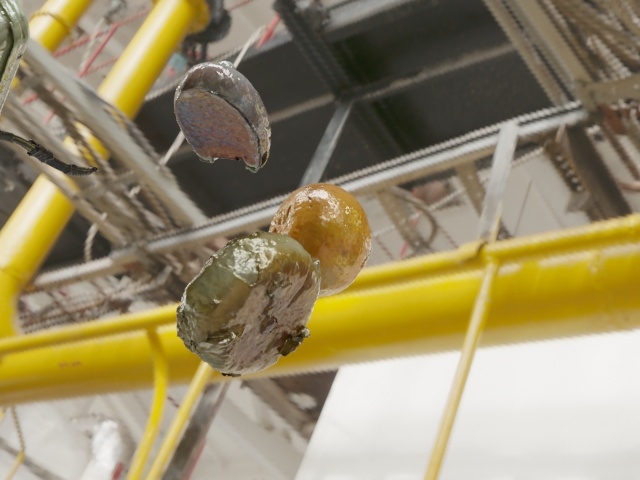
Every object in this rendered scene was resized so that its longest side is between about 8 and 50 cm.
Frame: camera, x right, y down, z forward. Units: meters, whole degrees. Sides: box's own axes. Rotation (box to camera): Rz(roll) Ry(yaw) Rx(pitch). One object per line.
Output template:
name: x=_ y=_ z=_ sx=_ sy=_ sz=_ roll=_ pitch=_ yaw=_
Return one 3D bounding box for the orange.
orange: x=-0.003 y=0.001 z=2.079 sx=0.193 sy=0.219 sz=0.219 roll=34 pitch=-38 yaw=-9

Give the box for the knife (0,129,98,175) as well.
knife: x=-0.514 y=-0.160 z=2.014 sx=0.046 sy=0.021 sz=0.222 roll=-36 pitch=-39 yaw=28

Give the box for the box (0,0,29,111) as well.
box: x=-0.675 y=-0.262 z=1.716 sx=0.177 sy=0.344 sz=0.352 roll=57 pitch=-35 yaw=6

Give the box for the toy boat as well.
toy boat: x=-0.152 y=-0.207 z=1.746 sx=0.155 sy=0.085 sz=0.227 roll=14 pitch=-29 yaw=18

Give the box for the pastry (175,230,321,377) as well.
pastry: x=-0.104 y=0.102 z=1.719 sx=0.121 sy=0.257 sz=0.235 roll=39 pitch=-26 yaw=34
